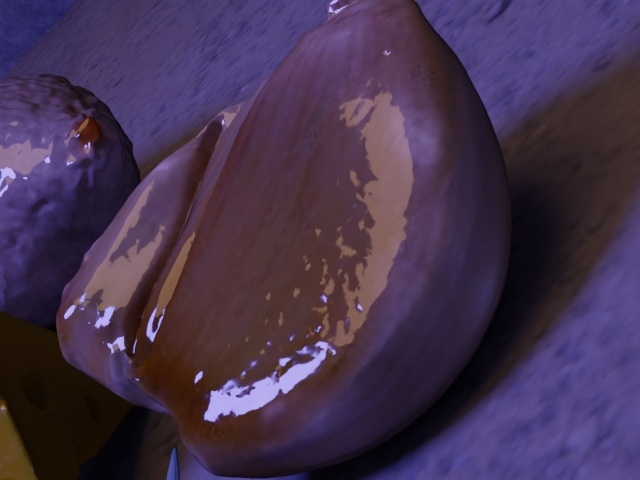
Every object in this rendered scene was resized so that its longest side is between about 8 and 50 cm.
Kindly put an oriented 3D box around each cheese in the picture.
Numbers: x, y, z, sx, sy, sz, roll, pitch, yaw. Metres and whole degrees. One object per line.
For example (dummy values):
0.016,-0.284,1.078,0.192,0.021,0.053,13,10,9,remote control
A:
-0.164,0.103,0.826,0.093,0.126,0.171,-31,-12,17,cheese

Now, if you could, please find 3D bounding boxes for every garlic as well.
0.000,0.000,0.676,0.217,0.110,0.228,31,93,52,garlic

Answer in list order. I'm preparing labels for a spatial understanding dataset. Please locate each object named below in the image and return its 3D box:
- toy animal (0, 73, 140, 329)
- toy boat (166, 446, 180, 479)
-0.253,-0.023,1.136,0.358,0.188,0.226,-28,33,42,toy animal
-0.176,0.204,0.667,0.292,0.070,0.210,-34,9,41,toy boat
